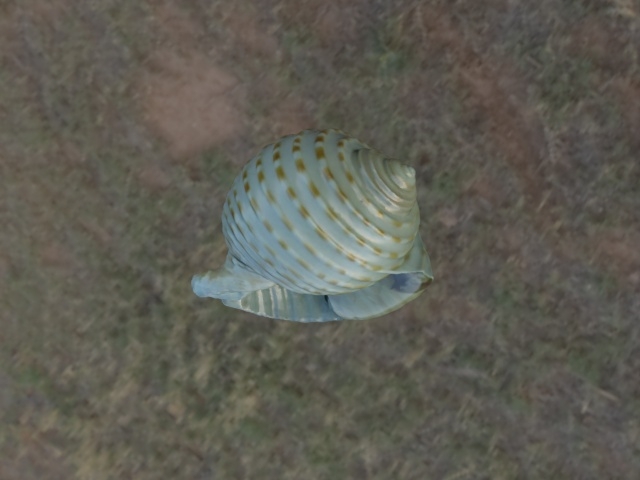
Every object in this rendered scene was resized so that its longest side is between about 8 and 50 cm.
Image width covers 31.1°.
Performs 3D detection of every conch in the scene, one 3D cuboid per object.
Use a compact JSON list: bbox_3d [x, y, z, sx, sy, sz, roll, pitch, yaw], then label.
[{"bbox_3d":[0.003,-0.006,0.678,0.135,0.102,0.153,32,154,-30],"label":"conch"}]
